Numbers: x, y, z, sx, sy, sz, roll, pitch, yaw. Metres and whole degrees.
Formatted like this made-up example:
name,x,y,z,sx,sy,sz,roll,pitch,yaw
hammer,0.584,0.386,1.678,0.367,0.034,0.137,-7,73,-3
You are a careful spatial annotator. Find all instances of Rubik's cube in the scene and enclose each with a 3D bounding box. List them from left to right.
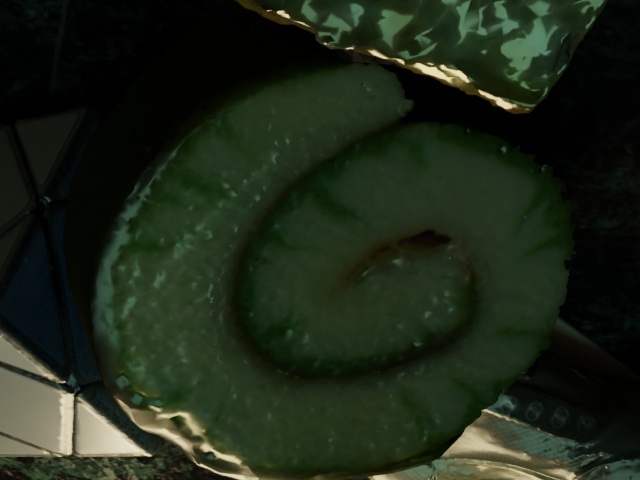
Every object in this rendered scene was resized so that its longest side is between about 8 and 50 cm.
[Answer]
name,x,y,z,sx,sy,sz,roll,pitch,yaw
Rubik's cube,-0.225,0.039,1.406,0.207,0.205,0.205,-4,141,40

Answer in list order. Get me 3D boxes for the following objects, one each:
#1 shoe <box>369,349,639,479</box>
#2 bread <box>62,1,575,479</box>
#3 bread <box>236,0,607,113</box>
name,x,y,z,sx,sy,sz,roll,pitch,yaw
shoe,0.175,0.128,1.500,0.336,0.132,0.171,0,132,23
bread,0.000,0.000,1.274,0.366,0.129,0.382,-15,123,-10
bread,0.073,-0.289,0.852,0.239,0.264,0.395,20,109,-4
